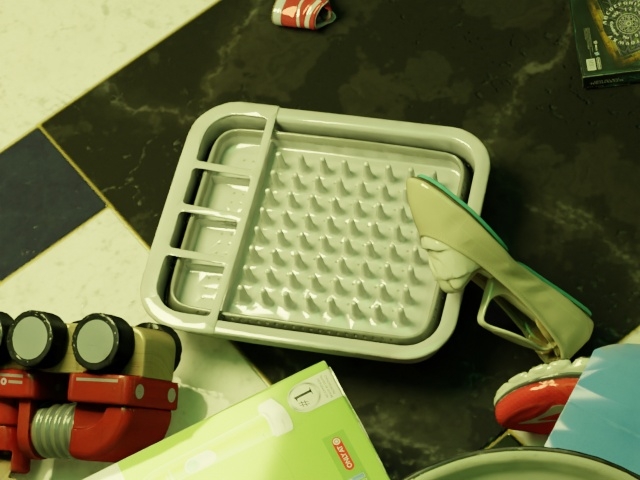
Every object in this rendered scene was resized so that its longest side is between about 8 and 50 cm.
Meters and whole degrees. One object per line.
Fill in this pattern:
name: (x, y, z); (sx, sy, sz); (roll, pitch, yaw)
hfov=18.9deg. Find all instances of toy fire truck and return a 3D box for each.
toy fire truck: (-0.268, 0.195, 1.898); (0.217, 0.158, 0.246); (1, 83, 28)

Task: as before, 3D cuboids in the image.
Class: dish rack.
dish rack: (0.000, 0.000, 2.012); (0.332, 0.072, 0.285); (7, 59, 14)

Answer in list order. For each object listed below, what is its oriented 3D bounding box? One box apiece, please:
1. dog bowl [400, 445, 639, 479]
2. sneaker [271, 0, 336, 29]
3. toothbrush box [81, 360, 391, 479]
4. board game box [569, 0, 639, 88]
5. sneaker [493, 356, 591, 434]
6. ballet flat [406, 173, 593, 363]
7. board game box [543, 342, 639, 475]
dog bowl: (0.170, 0.385, 1.633); (0.408, 0.150, 0.408); (0, 78, -1)
sneaker: (-0.004, -0.293, 2.212); (0.067, 0.042, 0.118); (16, 70, 23)
toothbrush box: (-0.070, 0.278, 1.819); (0.283, 0.122, 0.206); (-26, 59, -8)
board game box: (0.343, -0.256, 2.140); (0.126, 0.026, 0.186); (-6, 57, 5)
sneaker: (0.299, 0.186, 1.827); (0.279, 0.107, 0.118); (6, 65, 14)
ballet flat: (0.165, 0.037, 1.895); (0.248, 0.086, 0.086); (39, 66, -12)
board game box: (0.288, 0.181, 1.770); (0.133, 0.033, 0.169); (26, 77, 15)
